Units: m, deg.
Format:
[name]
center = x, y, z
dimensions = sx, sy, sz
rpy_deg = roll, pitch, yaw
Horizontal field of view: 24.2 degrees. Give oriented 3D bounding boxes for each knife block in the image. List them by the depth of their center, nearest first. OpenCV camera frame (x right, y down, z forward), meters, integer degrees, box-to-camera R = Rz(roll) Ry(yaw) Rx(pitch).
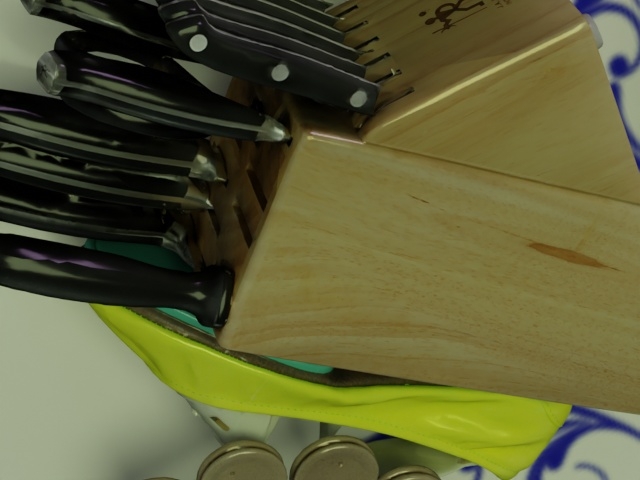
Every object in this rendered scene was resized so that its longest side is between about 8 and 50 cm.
[knife block]
center = 0.000, 0.000, 0.579
dimensions = 0.242, 0.088, 0.276
rpy_deg = -27, 127, 3

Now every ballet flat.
[ballet flat]
center = -0.001, 0.060, 0.625
dimensions = 0.231, 0.077, 0.077
rpy_deg = 13, 115, -21

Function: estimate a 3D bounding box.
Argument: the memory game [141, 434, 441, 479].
[memory game]
center = -0.021, 0.155, 0.641
dimensions = 0.186, 0.012, 0.186
rpy_deg = -8, 124, -12
